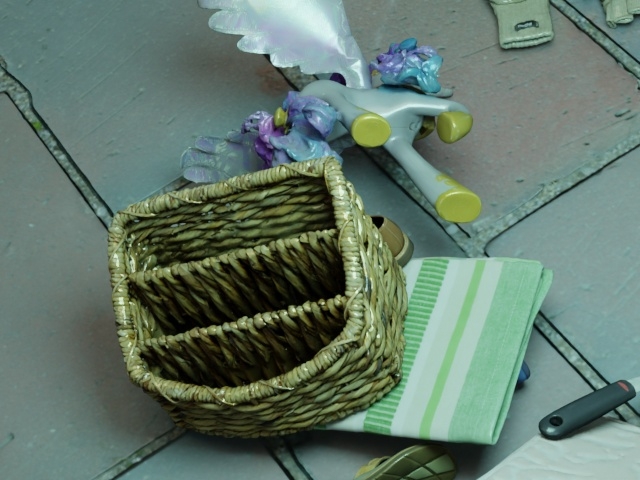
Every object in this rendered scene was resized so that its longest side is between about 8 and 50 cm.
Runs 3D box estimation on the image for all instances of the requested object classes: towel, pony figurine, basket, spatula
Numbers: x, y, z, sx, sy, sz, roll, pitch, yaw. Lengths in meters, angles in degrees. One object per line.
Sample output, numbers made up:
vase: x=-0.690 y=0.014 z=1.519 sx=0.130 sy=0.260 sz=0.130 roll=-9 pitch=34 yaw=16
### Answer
towel: x=0.083 y=0.117 z=1.819 sx=0.325 sy=0.038 sz=0.248 roll=1 pitch=51 yaw=31
towel: x=0.339 y=0.277 z=1.562 sx=0.332 sy=0.053 sz=0.317 roll=22 pitch=23 yaw=28
pony figurine: x=0.017 y=-0.155 z=1.943 sx=0.351 sy=0.303 sz=0.363 roll=6 pitch=24 yaw=-9
basket: x=-0.078 y=0.076 z=1.763 sx=0.299 sy=0.223 sz=0.213 roll=-11 pitch=46 yaw=21
spatula: x=0.343 y=0.157 z=1.720 sx=0.296 sy=0.030 sz=0.084 roll=-15 pitch=44 yaw=-34

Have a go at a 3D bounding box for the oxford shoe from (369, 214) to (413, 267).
oxford shoe: x=0.000 y=0.000 z=1.895 sx=0.212 sy=0.076 sz=0.076 roll=-9 pitch=49 yaw=26

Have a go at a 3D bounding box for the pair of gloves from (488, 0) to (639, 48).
pair of gloves: x=0.339 y=-0.352 z=2.165 sx=0.240 sy=0.042 sz=0.204 roll=-15 pitch=54 yaw=4

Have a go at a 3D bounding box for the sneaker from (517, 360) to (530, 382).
sneaker: x=0.170 y=0.138 z=1.818 sx=0.144 sy=0.053 sz=0.059 roll=17 pitch=57 yaw=35

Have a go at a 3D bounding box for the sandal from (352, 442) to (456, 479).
sandal: x=0.061 y=0.269 z=1.740 sx=0.180 sy=0.072 sz=0.049 roll=-30 pitch=30 yaw=-5
